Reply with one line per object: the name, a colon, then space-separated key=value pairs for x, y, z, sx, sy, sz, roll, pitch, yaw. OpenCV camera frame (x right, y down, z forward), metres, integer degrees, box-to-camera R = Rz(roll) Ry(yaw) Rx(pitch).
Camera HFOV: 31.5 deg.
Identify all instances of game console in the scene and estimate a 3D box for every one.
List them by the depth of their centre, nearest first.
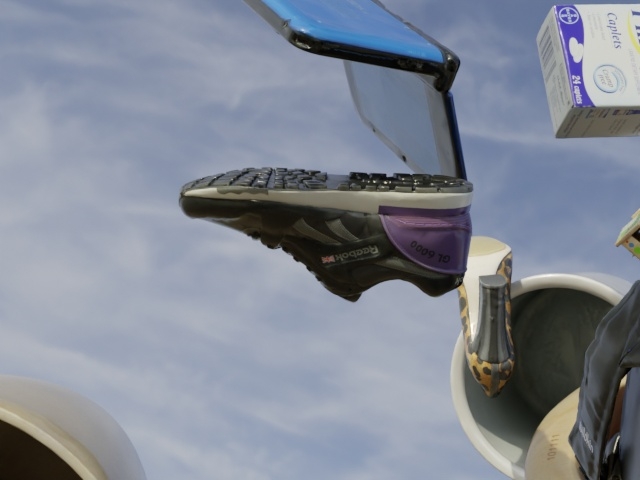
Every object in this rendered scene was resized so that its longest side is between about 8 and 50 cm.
game console: x=0.017 y=-0.169 z=1.199 sx=0.250 sy=0.293 sz=0.173 roll=5 pitch=-65 yaw=-28

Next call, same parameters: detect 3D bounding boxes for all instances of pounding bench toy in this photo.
pounding bench toy: x=0.476 y=-0.007 z=1.645 sx=0.065 sy=0.083 sz=0.052 roll=41 pitch=-52 yaw=1

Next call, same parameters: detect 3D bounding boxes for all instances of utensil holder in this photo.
utensil holder: x=0.417 y=0.207 z=1.853 sx=0.328 sy=0.327 sz=0.385 roll=10 pitch=5 yaw=21

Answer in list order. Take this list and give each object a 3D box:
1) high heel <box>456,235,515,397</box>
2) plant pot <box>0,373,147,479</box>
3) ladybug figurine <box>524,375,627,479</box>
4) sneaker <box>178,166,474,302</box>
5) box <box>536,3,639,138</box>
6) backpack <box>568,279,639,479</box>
high heel: x=0.240 y=0.105 z=1.681 sx=0.093 sy=0.261 sz=0.186 roll=-1 pitch=-71 yaw=4
plant pot: x=-0.209 y=0.190 z=0.723 sx=0.256 sy=0.256 sz=0.274 roll=25 pitch=5 yaw=-1
ladybug figurine: x=0.474 y=0.278 z=1.381 sx=0.449 sy=0.305 sz=0.162 roll=-10 pitch=-47 yaw=37
sneaker: x=0.000 y=0.000 z=1.079 sx=0.283 sy=0.107 sz=0.124 roll=4 pitch=-77 yaw=11
box: x=0.308 y=-0.177 z=1.184 sx=0.137 sy=0.126 sz=0.072 roll=-2 pitch=-23 yaw=-8
backpack: x=0.327 y=0.162 z=0.907 sx=0.213 sy=0.276 sz=0.263 roll=-10 pitch=-65 yaw=2
